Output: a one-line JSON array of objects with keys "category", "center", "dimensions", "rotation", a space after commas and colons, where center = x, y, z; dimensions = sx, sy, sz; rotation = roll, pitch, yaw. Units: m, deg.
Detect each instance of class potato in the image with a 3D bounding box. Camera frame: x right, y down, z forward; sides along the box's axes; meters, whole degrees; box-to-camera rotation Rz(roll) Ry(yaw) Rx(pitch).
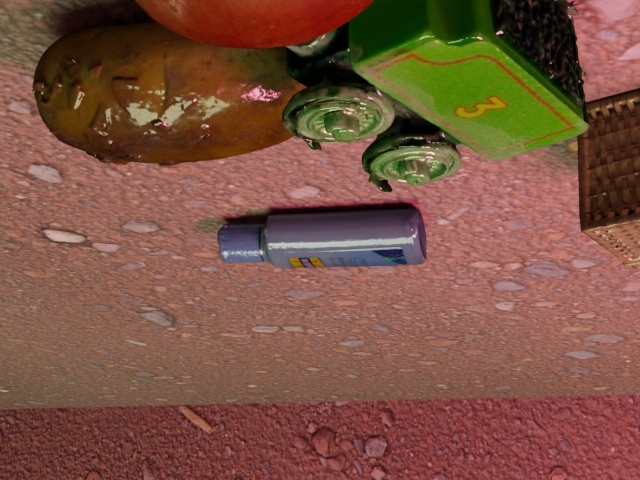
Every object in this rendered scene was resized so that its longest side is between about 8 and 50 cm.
[{"category": "potato", "center": [-0.115, -0.122, 0.797], "dimensions": [0.251, 0.113, 0.149], "rotation": [4, 157, 1]}]

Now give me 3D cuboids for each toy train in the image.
[{"category": "toy train", "center": [0.083, -0.135, 0.723], "dimensions": [0.188, 0.132, 0.243], "rotation": [-18, 155, 35]}]

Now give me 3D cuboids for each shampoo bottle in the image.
[{"category": "shampoo bottle", "center": [0.000, 0.000, 1.203], "dimensions": [0.258, 0.061, 0.104], "rotation": [-2, 159, 13]}]

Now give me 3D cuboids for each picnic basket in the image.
[{"category": "picnic basket", "center": [0.358, -0.061, 0.888], "dimensions": [0.196, 0.134, 0.154], "rotation": [-13, 156, 35]}]

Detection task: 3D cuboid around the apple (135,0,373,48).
[{"category": "apple", "center": [-0.040, -0.194, 0.510], "dimensions": [0.181, 0.181, 0.168], "rotation": [-7, 136, 25]}]
